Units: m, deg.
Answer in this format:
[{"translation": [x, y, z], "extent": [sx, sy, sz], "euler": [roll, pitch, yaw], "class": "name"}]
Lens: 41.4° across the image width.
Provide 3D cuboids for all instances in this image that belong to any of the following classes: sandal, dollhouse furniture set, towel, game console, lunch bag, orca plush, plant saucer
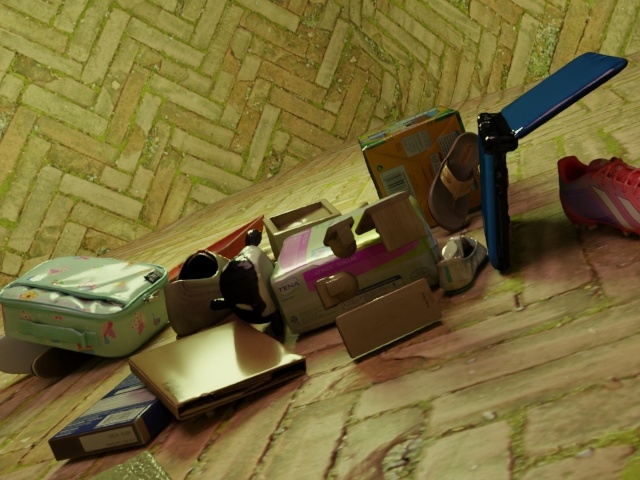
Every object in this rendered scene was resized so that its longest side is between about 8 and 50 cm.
[{"translation": [0.226, -0.103, 1.382], "extent": [0.049, 0.072, 0.180], "euler": [124, 169, -74], "class": "sandal"}, {"translation": [0.066, 0.048, 1.031], "extent": [0.144, 0.151, 0.123], "euler": [-24, -9, -8], "class": "dollhouse furniture set"}, {"translation": [-0.196, 0.248, 0.811], "extent": [0.110, 0.027, 0.148], "euler": [-26, 9, -23], "class": "towel"}, {"translation": [0.303, -0.117, 1.146], "extent": [0.173, 0.250, 0.293], "euler": [-3, 14, 10], "class": "game console"}, {"translation": [-0.415, 0.113, 1.517], "extent": [0.279, 0.108, 0.224], "euler": [5, 20, 19], "class": "lunch bag"}, {"translation": [-0.115, 0.063, 1.229], "extent": [0.102, 0.151, 0.287], "euler": [-15, 9, 4], "class": "orca plush"}, {"translation": [-0.244, 0.054, 1.773], "extent": [0.259, 0.047, 0.258], "euler": [-30, 7, 20], "class": "plant saucer"}]

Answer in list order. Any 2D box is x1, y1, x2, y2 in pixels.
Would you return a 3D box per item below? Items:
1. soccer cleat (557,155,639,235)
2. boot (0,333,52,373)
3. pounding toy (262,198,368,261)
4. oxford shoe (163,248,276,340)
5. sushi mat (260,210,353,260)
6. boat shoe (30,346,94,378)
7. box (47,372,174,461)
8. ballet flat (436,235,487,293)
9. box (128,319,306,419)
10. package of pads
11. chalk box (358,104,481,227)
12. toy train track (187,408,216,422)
[{"translation": [0.369, -0.061, 1.021], "extent": [0.083, 0.095, 0.248], "euler": [-26, 10, -14], "class": "soccer cleat"}, {"translation": [-0.520, 0.192, 1.662], "extent": [0.258, 0.095, 0.123], "euler": [-18, 1, -26], "class": "boot"}, {"translation": [0.010, -0.001, 1.518], "extent": [0.181, 0.094, 0.206], "euler": [-19, 19, -8], "class": "pounding toy"}, {"translation": [-0.152, 0.063, 1.385], "extent": [0.123, 0.130, 0.348], "euler": [-19, 11, 15], "class": "oxford shoe"}, {"translation": [-0.070, 0.011, 1.804], "extent": [0.317, 0.019, 0.151], "euler": [-21, 9, 5], "class": "sushi mat"}, {"translation": [-0.457, 0.211, 1.504], "extent": [0.049, 0.056, 0.152], "euler": [-22, -1, 32], "class": "boat shoe"}, {"translation": [-0.224, 0.202, 1.084], "extent": [0.136, 0.036, 0.225], "euler": [-17, 12, 25], "class": "box"}, {"translation": [0.186, 0.019, 1.119], "extent": [0.057, 0.052, 0.168], "euler": [-19, 10, 19], "class": "ballet flat"}, {"translation": [-0.131, 0.152, 1.043], "extent": [0.164, 0.021, 0.201], "euler": [-17, 16, -25], "class": "box"}, {"translation": [0.056, 0.021, 1.247], "extent": [0.229, 0.101, 0.296], "euler": [-22, 11, 5], "class": "package of pads"}, {"translation": [0.184, -0.138, 1.581], "extent": [0.179, 0.180, 0.289], "euler": [-21, 11, 6], "class": "chalk box"}, {"translation": [-0.142, 0.195, 1.009], "extent": [0.048, 0.014, 0.083], "euler": [-26, 10, -20], "class": "toy train track"}]
